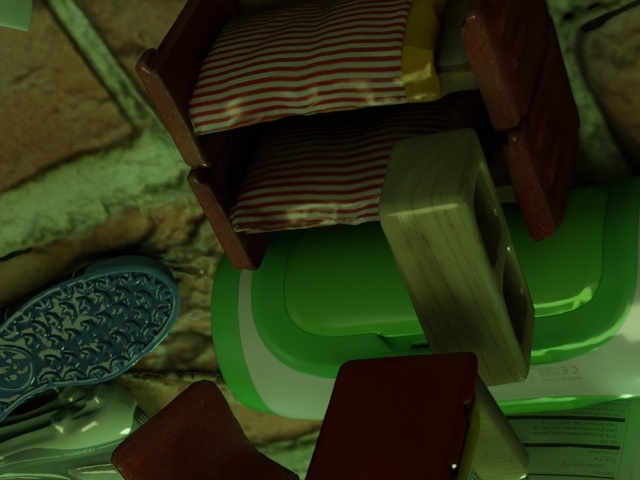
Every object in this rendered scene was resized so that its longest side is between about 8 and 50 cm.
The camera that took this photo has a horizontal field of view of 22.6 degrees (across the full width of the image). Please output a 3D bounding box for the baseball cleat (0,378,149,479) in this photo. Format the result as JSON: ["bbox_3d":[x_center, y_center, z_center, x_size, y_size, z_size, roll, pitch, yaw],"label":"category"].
[{"bbox_3d":[-0.205,0.166,1.184,0.205,0.072,0.109,-17,124,34],"label":"baseball cleat"}]

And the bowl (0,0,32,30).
[{"bbox_3d":[-0.239,-0.168,0.919,0.142,0.142,0.053,19,95,8],"label":"bowl"}]

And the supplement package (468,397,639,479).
[{"bbox_3d":[0.132,0.180,0.960,0.133,0.244,0.139,-3,123,21],"label":"supplement package"}]

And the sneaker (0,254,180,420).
[{"bbox_3d":[-0.198,0.068,1.111,0.232,0.090,0.081,-29,112,11],"label":"sneaker"}]

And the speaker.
[{"bbox_3d":[0.090,0.037,0.945,0.296,0.131,0.131,-7,122,24],"label":"speaker"}]

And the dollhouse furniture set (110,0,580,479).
[{"bbox_3d":[0.000,0.000,0.796,0.201,0.374,0.152,-7,127,22],"label":"dollhouse furniture set"}]
